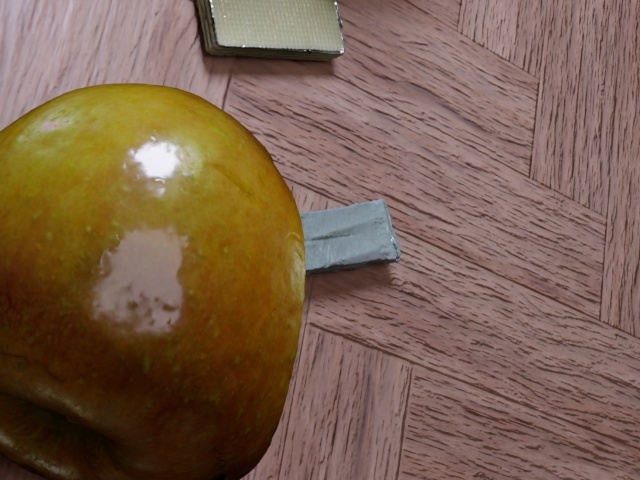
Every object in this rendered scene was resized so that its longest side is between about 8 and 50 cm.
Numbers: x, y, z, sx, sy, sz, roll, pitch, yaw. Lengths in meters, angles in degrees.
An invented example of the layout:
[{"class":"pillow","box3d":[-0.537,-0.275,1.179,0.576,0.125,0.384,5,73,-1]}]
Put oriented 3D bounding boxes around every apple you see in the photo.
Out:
[{"class":"apple","box3d":[-0.180,0.045,1.047,0.374,0.374,0.384,-62,143,-31]}]

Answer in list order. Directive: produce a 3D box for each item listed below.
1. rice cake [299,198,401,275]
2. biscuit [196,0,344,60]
[{"class":"rice cake","box3d":[0.000,0.000,1.350,0.226,0.040,0.085,-9,83,-38]},{"class":"biscuit","box3d":[-0.062,-0.285,1.388,0.199,0.040,0.121,-3,76,-38]}]
